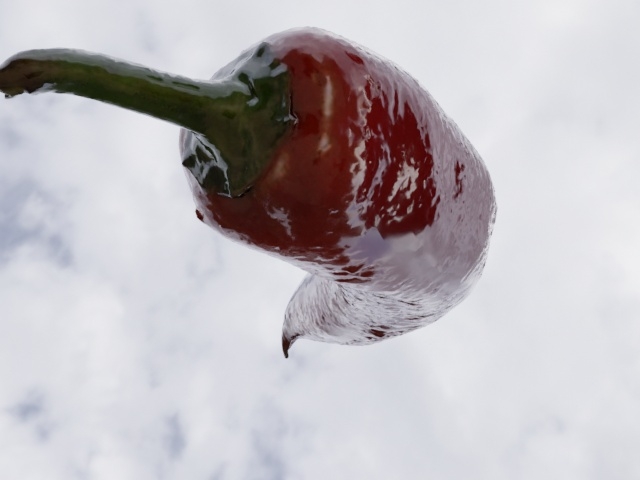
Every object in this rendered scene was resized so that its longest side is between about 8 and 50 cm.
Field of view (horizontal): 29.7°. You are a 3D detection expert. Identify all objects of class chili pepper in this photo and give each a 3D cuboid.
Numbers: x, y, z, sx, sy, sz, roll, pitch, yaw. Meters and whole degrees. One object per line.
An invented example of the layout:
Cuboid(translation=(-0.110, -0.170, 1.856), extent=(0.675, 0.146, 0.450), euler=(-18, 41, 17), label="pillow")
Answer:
Cuboid(translation=(0.007, 0.000, 0.507), extent=(0.137, 0.368, 0.092), euler=(-17, -112, 6), label="chili pepper")
